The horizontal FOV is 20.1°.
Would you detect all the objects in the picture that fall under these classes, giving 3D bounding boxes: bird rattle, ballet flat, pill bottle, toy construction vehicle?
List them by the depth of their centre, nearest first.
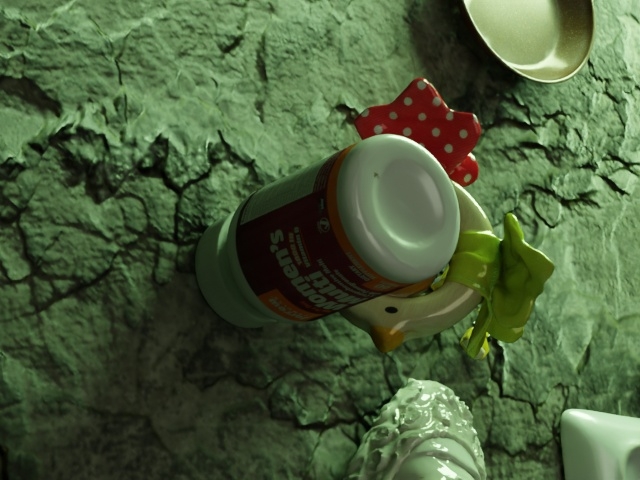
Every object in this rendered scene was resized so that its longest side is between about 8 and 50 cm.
[{"bbox_3d":[0.000,0.000,1.478,0.121,0.221,0.121,15,66,-36],"label":"pill bottle"},{"bbox_3d":[0.070,0.280,1.499,0.147,0.147,0.409,44,51,-20],"label":"ballet flat"},{"bbox_3d":[0.088,-0.010,1.609,0.207,0.143,0.253,-28,76,-19],"label":"bird rattle"},{"bbox_3d":[0.139,0.064,1.700,0.086,0.035,0.098,50,42,-16],"label":"toy construction vehicle"}]

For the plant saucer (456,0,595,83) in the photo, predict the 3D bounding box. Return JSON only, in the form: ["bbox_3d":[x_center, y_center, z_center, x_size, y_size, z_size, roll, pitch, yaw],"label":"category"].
[{"bbox_3d":[0.202,-0.250,1.858,0.198,0.036,0.198,15,65,-35],"label":"plant saucer"}]

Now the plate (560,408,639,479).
[{"bbox_3d":[0.358,0.307,1.787,0.278,0.045,0.277,9,70,-37],"label":"plate"}]
